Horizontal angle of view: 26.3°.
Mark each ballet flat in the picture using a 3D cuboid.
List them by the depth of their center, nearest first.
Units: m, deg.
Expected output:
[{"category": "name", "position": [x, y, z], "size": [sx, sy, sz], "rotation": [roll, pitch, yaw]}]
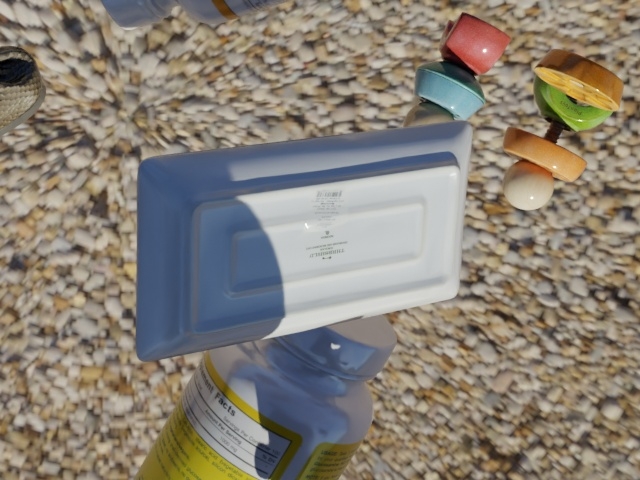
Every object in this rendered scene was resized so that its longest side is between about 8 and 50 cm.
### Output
[{"category": "ballet flat", "position": [-0.314, -0.064, 1.029], "size": [0.250, 0.058, 0.084], "rotation": [-41, 58, -15]}]

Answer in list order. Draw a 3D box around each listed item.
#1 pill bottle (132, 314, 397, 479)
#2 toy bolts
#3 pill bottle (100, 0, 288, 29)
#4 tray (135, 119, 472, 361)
[{"category": "pill bottle", "position": [-0.063, 0.204, 1.424], "size": [0.188, 0.188, 0.334], "rotation": [28, 107, -9]}, {"category": "toy bolts", "position": [0.208, -0.138, 1.531], "size": [0.228, 0.218, 0.158], "rotation": [27, 90, -1]}, {"category": "pill bottle", "position": [-0.054, -0.247, 1.054], "size": [0.245, 0.136, 0.136], "rotation": [-16, 98, 12]}, {"category": "tray", "position": [0.000, 0.000, 0.953], "size": [0.270, 0.030, 0.145], "rotation": [-10, 113, -31]}]
